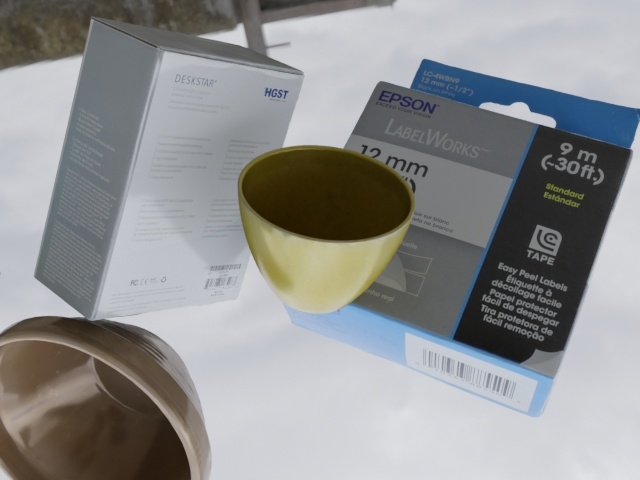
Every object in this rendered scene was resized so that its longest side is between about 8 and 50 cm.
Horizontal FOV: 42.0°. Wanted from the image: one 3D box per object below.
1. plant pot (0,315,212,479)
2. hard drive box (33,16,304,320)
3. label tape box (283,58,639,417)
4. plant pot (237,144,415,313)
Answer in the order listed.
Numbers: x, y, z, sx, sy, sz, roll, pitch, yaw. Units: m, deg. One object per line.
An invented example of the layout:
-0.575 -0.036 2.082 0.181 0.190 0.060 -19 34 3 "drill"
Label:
-0.197 0.154 0.778 0.237 0.237 0.110 1 -151 21 "plant pot"
-0.130 -0.060 0.735 0.089 0.232 0.181 29 -161 32 "hard drive box"
0.146 -0.046 0.788 0.249 0.115 0.348 19 -112 18 "label tape box"
0.000 0.000 0.651 0.134 0.095 0.134 5 -145 -4 "plant pot"
